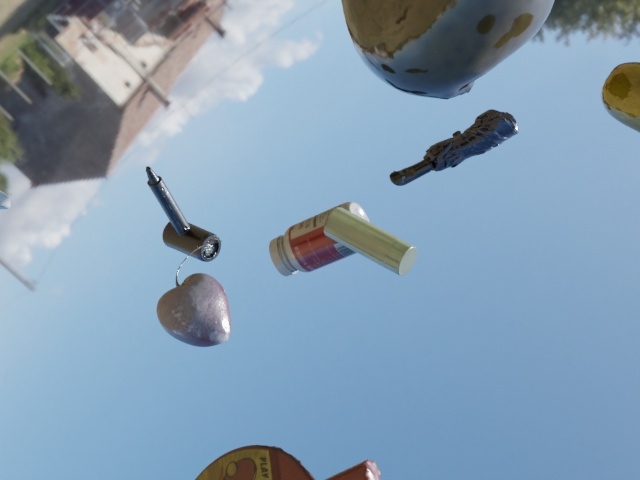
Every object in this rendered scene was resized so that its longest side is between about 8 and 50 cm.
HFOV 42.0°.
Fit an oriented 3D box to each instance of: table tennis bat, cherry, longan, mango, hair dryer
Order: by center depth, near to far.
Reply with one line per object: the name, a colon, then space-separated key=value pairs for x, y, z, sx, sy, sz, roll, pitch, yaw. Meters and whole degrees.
mango: x=0.482 y=-0.183 z=1.140 sx=0.194 sy=0.092 sz=0.130 roll=30 pitch=-151 yaw=36
longan: x=0.174 y=-0.360 z=1.159 sx=0.319 sy=0.319 sz=0.319 roll=-36 pitch=-159 yaw=16
table tennis bat: x=-0.083 y=0.444 z=1.328 sx=0.414 sy=0.051 sz=0.268 roll=-28 pitch=-129 yaw=24
cherry: x=-0.201 y=0.110 z=1.510 sx=0.148 sy=0.115 sz=0.188 roll=30 pitch=-130 yaw=31
hair dryer: x=-0.308 y=-0.057 z=1.782 sx=0.128 sy=0.255 sz=0.070 roll=22 pitch=-119 yaw=34

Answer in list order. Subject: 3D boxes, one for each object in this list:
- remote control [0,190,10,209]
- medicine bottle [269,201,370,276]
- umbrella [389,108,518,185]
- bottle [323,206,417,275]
remote control: x=-0.366 y=-0.054 z=0.832 sx=0.050 sy=0.027 sz=0.184 roll=0 pitch=175 yaw=1
medicine bottle: x=0.000 y=0.000 z=2.121 sx=0.250 sy=0.131 sz=0.131 roll=-22 pitch=-153 yaw=24
umbrella: x=0.239 y=-0.166 z=1.518 sx=0.248 sy=0.071 sz=0.071 roll=-26 pitch=-157 yaw=8
bottle: x=0.105 y=0.001 z=1.779 sx=0.201 sy=0.072 sz=0.072 roll=30 pitch=-112 yaw=28
